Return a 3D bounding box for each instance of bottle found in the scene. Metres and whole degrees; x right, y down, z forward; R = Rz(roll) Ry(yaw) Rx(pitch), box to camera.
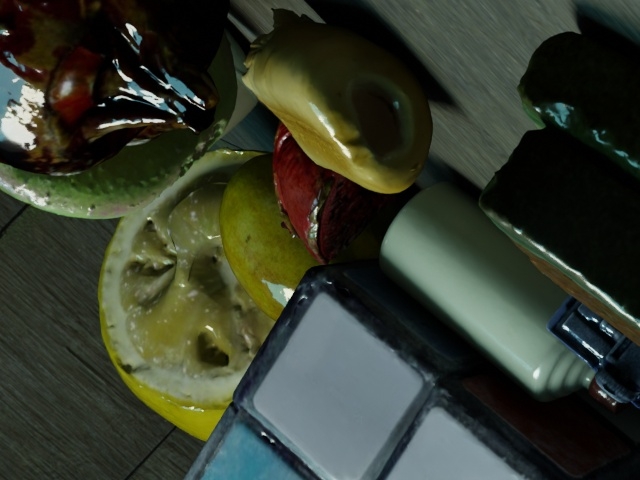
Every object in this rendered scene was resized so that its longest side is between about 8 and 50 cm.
[{"bbox_3d":[0.166,0.056,1.440,0.245,0.104,0.104,39,174,27],"label":"bottle"}]

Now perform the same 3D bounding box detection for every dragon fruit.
[{"bbox_3d":[-0.007,-0.078,1.549,0.161,0.120,0.127,44,171,39],"label":"dragon fruit"}]

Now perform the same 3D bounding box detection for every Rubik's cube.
[{"bbox_3d":[0.102,0.221,1.581,0.313,0.318,0.316,40,-157,23],"label":"Rubik's cube"}]

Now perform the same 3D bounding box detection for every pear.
[{"bbox_3d":[0.000,0.000,1.708,0.200,0.200,0.200,42,175,5],"label":"pear"}]

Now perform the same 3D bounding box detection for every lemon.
[{"bbox_3d":[-0.065,0.079,2.026,0.364,0.364,0.364,42,175,5],"label":"lemon"}]

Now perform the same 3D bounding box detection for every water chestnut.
[{"bbox_3d":[-0.190,-0.184,1.389,0.244,0.289,0.289,8,174,-1],"label":"water chestnut"}]

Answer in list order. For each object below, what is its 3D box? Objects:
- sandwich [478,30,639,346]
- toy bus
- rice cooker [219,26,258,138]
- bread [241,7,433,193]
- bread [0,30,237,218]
[{"bbox_3d":[0.197,0.020,0.901,0.292,0.109,0.212,42,174,-8],"label":"sandwich"},{"bbox_3d":[0.279,0.113,1.274,0.236,0.079,0.094,41,-169,14],"label":"toy bus"},{"bbox_3d":[-0.153,-0.182,1.715,0.206,0.127,0.145,35,178,-29],"label":"rice cooker"},{"bbox_3d":[0.018,-0.108,1.292,0.134,0.085,0.173,48,174,-24],"label":"bread"},{"bbox_3d":[-0.214,-0.166,1.555,0.301,0.301,0.045,43,148,-5],"label":"bread"}]
